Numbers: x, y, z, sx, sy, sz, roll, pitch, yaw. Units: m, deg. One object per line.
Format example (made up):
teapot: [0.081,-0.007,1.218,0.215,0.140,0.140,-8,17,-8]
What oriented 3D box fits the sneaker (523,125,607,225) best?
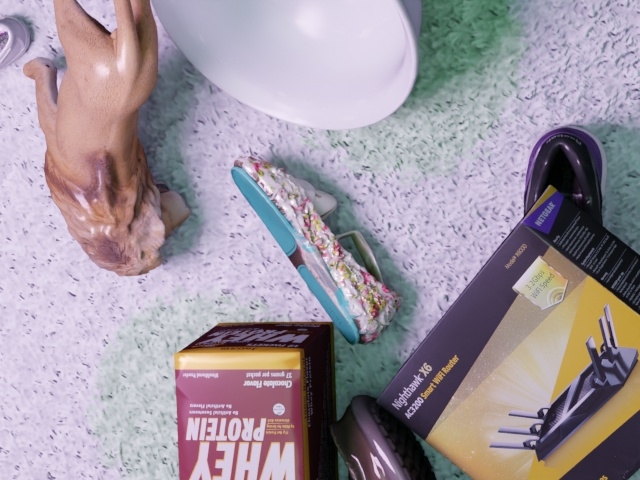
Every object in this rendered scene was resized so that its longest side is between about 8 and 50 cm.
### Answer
sneaker: [0.240,0.029,1.830,0.107,0.124,0.283,-4,96,11]

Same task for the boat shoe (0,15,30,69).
boat shoe: [-0.393,-0.177,1.951,0.184,0.063,0.066,-27,91,12]

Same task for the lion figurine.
lion figurine: [-0.216,-0.141,1.809,0.142,0.392,0.240,-13,62,-10]

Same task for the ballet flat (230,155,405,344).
ballet flat: [0.000,0.000,1.903,0.077,0.091,0.241,-36,94,-18]

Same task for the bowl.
bowl: [-0.015,-0.260,1.807,0.298,0.298,0.134,26,57,6]

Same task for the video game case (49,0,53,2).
video game case: [-0.298,-0.355,1.833,0.173,0.022,0.190,23,104,-11]

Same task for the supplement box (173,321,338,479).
supplement box: [-0.062,0.191,1.867,0.129,0.194,0.191,-1,96,10]

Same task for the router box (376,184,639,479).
router box: [0.230,0.130,1.794,0.243,0.081,0.309,38,132,4]

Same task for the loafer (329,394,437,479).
loafer: [0.076,0.342,1.890,0.130,0.134,0.366,-19,93,11]
